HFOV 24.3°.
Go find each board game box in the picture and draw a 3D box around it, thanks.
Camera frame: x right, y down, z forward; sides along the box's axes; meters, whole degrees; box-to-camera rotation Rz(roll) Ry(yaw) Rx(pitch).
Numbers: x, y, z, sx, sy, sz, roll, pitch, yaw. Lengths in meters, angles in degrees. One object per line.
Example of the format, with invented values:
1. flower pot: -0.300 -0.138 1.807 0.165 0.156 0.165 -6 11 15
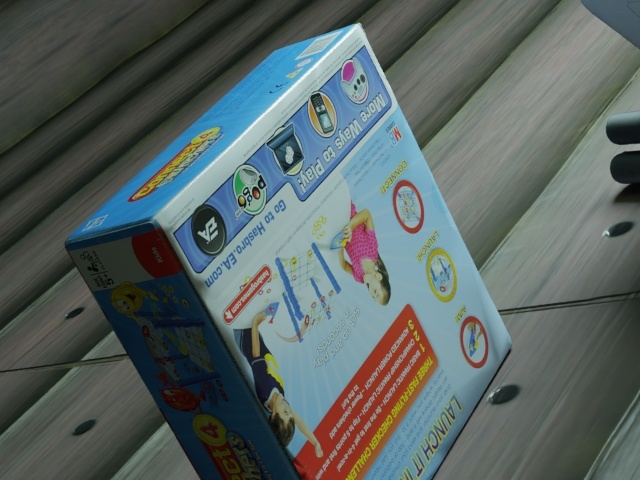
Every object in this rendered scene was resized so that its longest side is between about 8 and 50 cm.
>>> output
1. board game box: -0.004 0.043 1.089 0.086 0.302 0.308 -13 23 36

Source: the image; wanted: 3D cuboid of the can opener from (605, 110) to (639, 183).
1. can opener: 0.386 -0.092 1.310 0.095 0.076 0.283 -11 6 -37

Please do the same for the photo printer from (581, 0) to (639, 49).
1. photo printer: 0.398 -0.202 1.263 0.256 0.307 0.107 -6 69 43
